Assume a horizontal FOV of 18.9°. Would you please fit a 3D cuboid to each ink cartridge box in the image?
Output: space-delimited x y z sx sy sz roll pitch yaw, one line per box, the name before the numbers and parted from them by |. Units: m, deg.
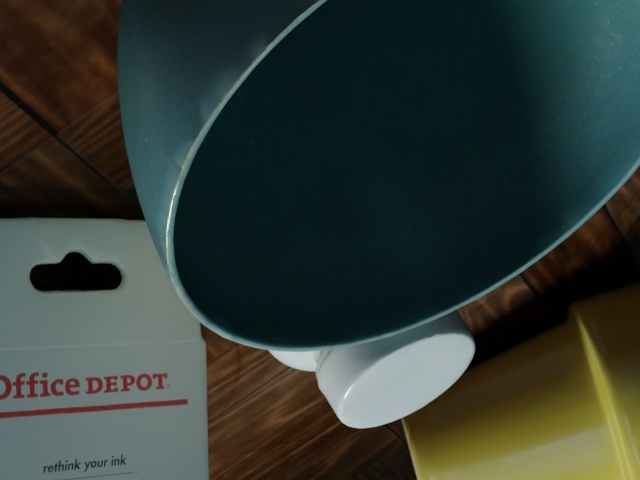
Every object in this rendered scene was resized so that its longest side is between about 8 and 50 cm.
ink cartridge box | -0.179 0.164 1.168 0.207 0.353 0.119 1 177 -44

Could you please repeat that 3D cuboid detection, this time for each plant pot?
plant pot | 0.017 -0.114 0.947 0.290 0.195 0.290 -22 147 -16
plant pot | 0.197 0.181 1.566 0.239 0.254 0.254 -14 150 0

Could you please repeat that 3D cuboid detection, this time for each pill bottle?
pill bottle | 0.000 0.000 1.104 0.117 0.208 0.117 -23 150 -14
